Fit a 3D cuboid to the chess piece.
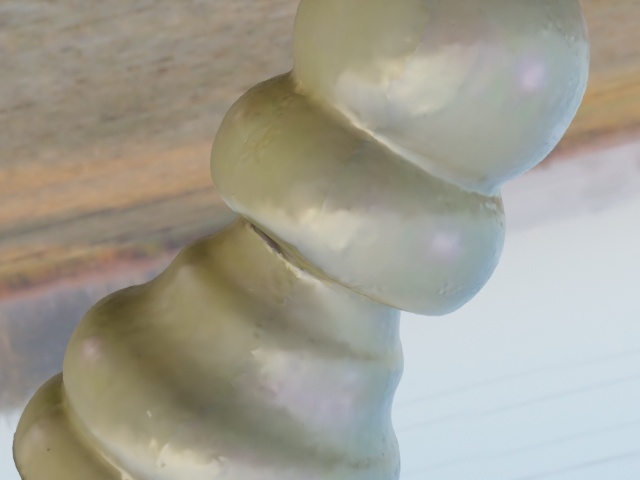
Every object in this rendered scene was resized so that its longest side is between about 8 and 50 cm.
[{"bbox_3d":[0.000,0.000,0.376,0.094,0.170,0.094,25,-163,-8],"label":"chess piece"}]
